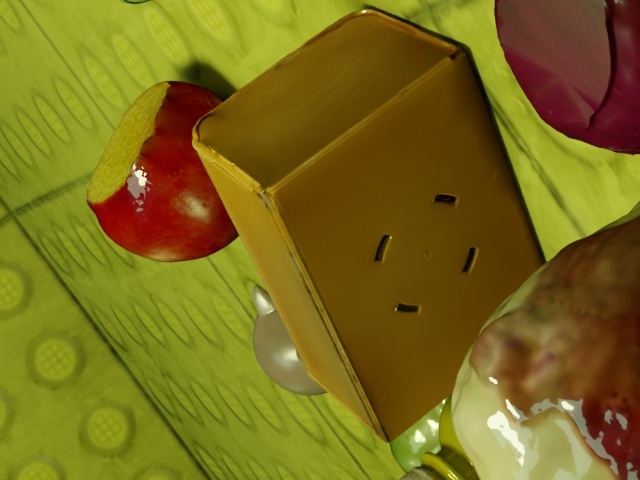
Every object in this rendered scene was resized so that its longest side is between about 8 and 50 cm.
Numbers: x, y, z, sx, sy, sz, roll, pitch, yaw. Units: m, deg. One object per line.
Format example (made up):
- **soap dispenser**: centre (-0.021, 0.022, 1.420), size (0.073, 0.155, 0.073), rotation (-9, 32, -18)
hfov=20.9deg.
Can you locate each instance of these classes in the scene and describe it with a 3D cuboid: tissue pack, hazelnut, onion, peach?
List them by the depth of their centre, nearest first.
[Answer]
- **onion**: centre (0.193, -0.111, 0.917), size (0.218, 0.140, 0.195), rotation (40, 153, 24)
- **hazelnut**: centre (0.219, 0.080, 1.128), size (0.261, 0.261, 0.241), rotation (120, 143, -72)
- **tissue pack**: centre (0.042, -0.012, 1.376), size (0.145, 0.194, 0.275), rotation (31, 153, 49)
- **peach**: centre (-0.157, -0.072, 1.778), size (0.190, 0.190, 0.192), rotation (39, 174, 36)

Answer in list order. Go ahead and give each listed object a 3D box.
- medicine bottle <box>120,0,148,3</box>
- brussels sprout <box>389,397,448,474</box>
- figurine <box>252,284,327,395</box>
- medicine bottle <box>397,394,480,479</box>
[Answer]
- **medicine bottle**: centre (-0.204, -0.324, 1.513), size (0.239, 0.124, 0.124), rotation (48, 162, 16)
- **brussels sprout**: centre (0.134, 0.164, 1.576), size (0.131, 0.145, 0.183), rotation (38, 160, 23)
- **figurine**: centre (-0.013, 0.108, 1.906), size (0.125, 0.125, 0.138), rotation (40, 174, 34)
- **medicine bottle**: centre (0.149, 0.168, 1.428), size (0.122, 0.212, 0.122), rotation (45, 162, 20)
